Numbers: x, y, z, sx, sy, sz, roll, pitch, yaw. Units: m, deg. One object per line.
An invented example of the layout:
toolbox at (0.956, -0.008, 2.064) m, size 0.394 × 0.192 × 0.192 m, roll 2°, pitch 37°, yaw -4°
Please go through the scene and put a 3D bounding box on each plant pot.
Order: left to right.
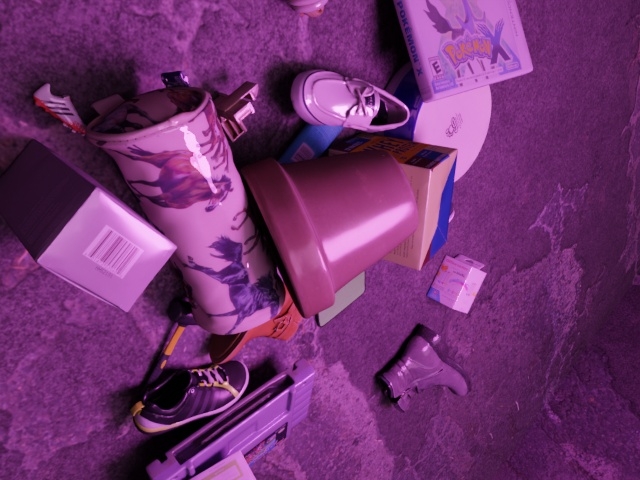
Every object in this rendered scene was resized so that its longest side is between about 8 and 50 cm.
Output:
plant pot at (0.024, -0.036, 0.857) m, size 0.229 × 0.263 × 0.263 m, roll -23°, pitch 128°, yaw -9°

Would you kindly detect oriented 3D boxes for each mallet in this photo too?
mallet at (-0.270, 0.187, 0.921) m, size 0.189 × 0.039 × 0.062 m, roll -56°, pitch 139°, yaw 0°

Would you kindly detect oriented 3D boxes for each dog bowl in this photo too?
dog bowl at (0.242, -0.249, 1.129) m, size 0.265 × 0.104 × 0.264 m, roll -21°, pitch 124°, yaw -35°

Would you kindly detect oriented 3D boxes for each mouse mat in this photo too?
mouse mat at (0.045, 0.096, 1.169) m, size 0.153 × 0.007 × 0.189 m, roll -35°, pitch 143°, yaw -26°

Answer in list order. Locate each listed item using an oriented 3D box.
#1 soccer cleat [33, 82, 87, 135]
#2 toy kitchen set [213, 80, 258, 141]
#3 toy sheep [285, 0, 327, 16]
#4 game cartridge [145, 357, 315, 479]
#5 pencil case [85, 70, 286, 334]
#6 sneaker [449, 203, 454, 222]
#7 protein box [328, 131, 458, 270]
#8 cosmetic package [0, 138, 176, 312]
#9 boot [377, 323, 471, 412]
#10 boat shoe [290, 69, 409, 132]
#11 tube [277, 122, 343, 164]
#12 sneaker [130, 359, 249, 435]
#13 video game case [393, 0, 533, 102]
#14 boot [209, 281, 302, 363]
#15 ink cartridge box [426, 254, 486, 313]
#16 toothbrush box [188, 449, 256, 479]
soccer cleat at (-0.326, -0.167, 0.685) m, size 0.035 × 0.029 × 0.083 m, roll -54°, pitch 133°, yaw -2°
toy kitchen set at (-0.117, -0.196, 0.827) m, size 0.068 × 0.083 × 0.075 m, roll -45°, pitch 135°, yaw -16°
toy sheep at (-0.024, -0.401, 0.811) m, size 0.091 × 0.091 × 0.132 m, roll -46°, pitch 141°, yaw -16°
game cartridge at (-0.163, 0.400, 1.067) m, size 0.355 × 0.068 × 0.230 m, roll -30°, pitch 144°, yaw -29°
pencil case at (-0.179, -0.029, 0.791) m, size 0.160 × 0.183 × 0.410 m, roll -35°, pitch 133°, yaw -20°
sneaker at (0.225, -0.081, 1.217) m, size 0.229 × 0.086 × 0.132 m, roll -27°, pitch 125°, yaw -30°
protein box at (0.133, -0.082, 1.019) m, size 0.136 × 0.201 × 0.199 m, roll -36°, pitch 134°, yaw -49°
cosmetic package at (-0.292, -0.026, 0.639) m, size 0.107 × 0.238 × 0.127 m, roll -55°, pitch 134°, yaw -10°
boot at (0.292, 0.406, 1.530) m, size 0.222 × 0.118 × 0.338 m, roll -47°, pitch 125°, yaw -11°
boat shoe at (0.062, -0.237, 0.934) m, size 0.268 × 0.088 × 0.096 m, roll 6°, pitch 90°, yaw -50°
tube at (-0.001, -0.197, 0.968) m, size 0.207 × 0.052 × 0.080 m, roll -53°, pitch 140°, yaw -18°
sneaker at (-0.220, 0.267, 0.948) m, size 0.235 × 0.084 × 0.097 m, roll -21°, pitch 143°, yaw -40°
video game case at (0.270, -0.440, 1.016) m, size 0.329 × 0.036 × 0.299 m, roll -24°, pitch 100°, yaw -33°
boot at (-0.113, 0.172, 1.035) m, size 0.197 × 0.073 × 0.152 m, roll -53°, pitch 141°, yaw -5°
ink cartridge box at (0.374, 0.111, 1.453) m, size 0.090 × 0.092 × 0.143 m, roll 20°, pitch 95°, yaw -46°
toothbrush box at (-0.206, 0.545, 1.007) m, size 0.206 × 0.122 × 0.283 m, roll -25°, pitch 147°, yaw -21°
